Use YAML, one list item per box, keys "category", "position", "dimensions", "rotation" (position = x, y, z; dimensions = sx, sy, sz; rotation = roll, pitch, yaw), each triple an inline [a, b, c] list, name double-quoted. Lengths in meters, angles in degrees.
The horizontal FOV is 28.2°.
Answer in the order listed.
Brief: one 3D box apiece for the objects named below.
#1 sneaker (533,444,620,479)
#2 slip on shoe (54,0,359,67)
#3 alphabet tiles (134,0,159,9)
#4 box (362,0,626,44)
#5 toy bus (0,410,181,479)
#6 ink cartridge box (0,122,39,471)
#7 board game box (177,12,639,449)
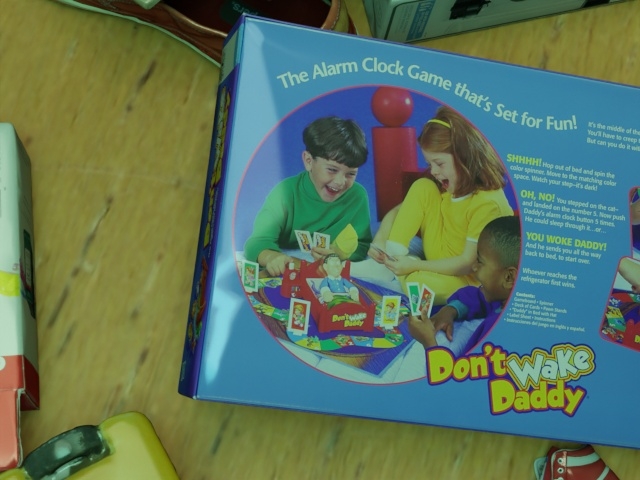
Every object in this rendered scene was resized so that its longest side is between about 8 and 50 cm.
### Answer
- category: "sneaker"
  position: [0.149, 0.182, 0.852]
  dimensions: [0.118, 0.042, 0.067]
  rotation: [-29, 82, -20]
- category: "slip on shoe"
  position: [-0.119, -0.209, 0.917]
  dimensions: [0.331, 0.101, 0.123]
  rotation: [30, 75, 6]
- category: "alphabet tiles"
  position: [-0.060, -0.306, 0.915]
  dimensions: [0.285, 0.011, 0.342]
  rotation: [37, 67, 24]
- category: "box"
  position: [0.164, -0.258, 0.961]
  dimensions: [0.290, 0.087, 0.169]
  rotation: [-14, 75, -8]
- category: "toy bus"
  position: [-0.231, 0.226, 0.761]
  dimensions: [0.332, 0.130, 0.108]
  rotation: [-28, 79, -12]
- category: "ink cartridge box"
  position: [-0.259, 0.045, 0.841]
  dimensions: [0.134, 0.078, 0.231]
  rotation: [-4, 74, -5]
- category: "board game box"
  position: [0.098, 0.005, 0.822]
  dimensions: [0.347, 0.078, 0.233]
  rotation: [9, 84, -13]
